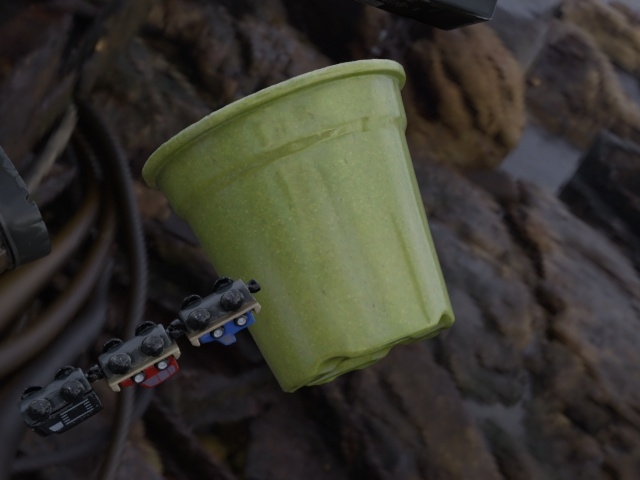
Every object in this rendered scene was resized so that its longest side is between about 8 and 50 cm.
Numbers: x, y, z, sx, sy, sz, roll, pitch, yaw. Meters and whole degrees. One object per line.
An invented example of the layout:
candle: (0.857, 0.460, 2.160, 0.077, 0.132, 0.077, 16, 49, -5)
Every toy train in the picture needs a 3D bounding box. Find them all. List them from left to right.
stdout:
toy train: (-0.102, 0.070, 0.881, 0.036, 0.158, 0.027, 64, -8, -30)

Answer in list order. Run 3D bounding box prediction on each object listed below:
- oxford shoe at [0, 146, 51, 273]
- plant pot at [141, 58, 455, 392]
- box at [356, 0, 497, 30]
oxford shoe: (-0.246, -0.058, 0.815, 0.096, 0.082, 0.227, -31, 60, -20)
plant pot: (0.000, 0.000, 1.448, 0.276, 0.276, 0.253, -12, 77, -50)
box: (0.046, -0.129, 0.575, 0.052, 0.083, 0.062, 17, 1, -12)
